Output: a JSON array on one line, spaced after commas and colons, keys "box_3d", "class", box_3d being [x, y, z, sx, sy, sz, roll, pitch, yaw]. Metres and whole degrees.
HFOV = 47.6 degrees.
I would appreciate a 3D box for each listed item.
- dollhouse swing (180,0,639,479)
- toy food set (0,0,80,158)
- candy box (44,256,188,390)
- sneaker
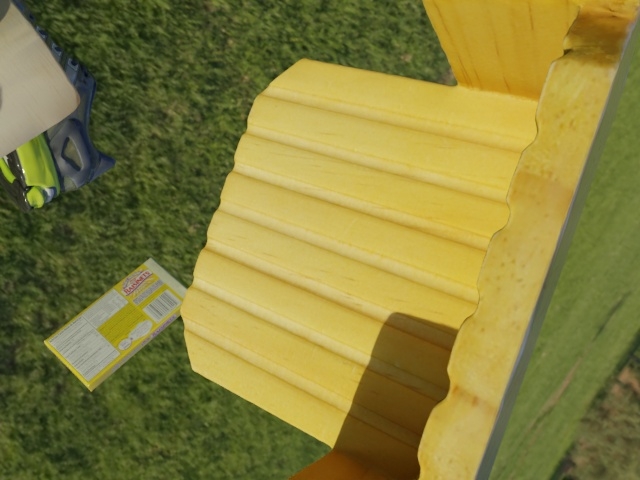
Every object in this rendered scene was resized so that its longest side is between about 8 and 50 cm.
[{"box_3d": [0.000, 0.000, 0.485, 0.347, 0.305, 0.315, -70, 161, 1], "class": "dollhouse swing"}, {"box_3d": [-0.344, -0.131, 0.571, 0.219, 0.306, 0.092, -36, 146, -14], "class": "toy food set"}, {"box_3d": [-0.298, 0.122, 1.095, 0.206, 0.105, 0.027, -41, 155, -26], "class": "candy box"}, {"box_3d": [-0.317, -0.187, 0.788, 0.121, 0.111, 0.300, -21, 102, -39], "class": "sneaker"}]
